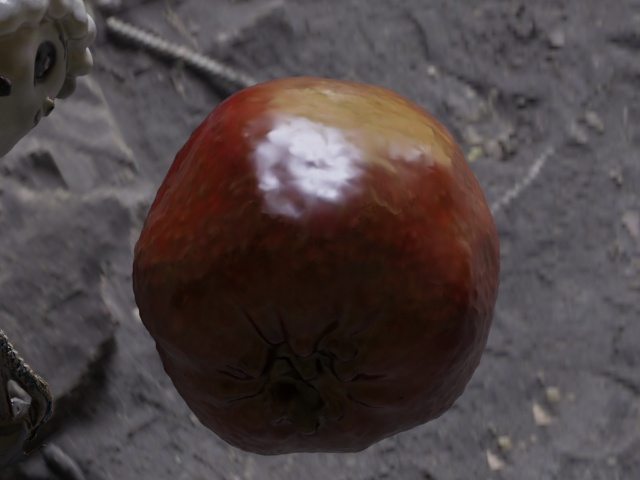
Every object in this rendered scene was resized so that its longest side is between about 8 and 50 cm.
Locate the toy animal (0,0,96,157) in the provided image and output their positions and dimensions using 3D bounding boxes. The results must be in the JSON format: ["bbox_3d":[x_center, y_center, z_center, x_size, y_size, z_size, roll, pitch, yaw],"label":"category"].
[{"bbox_3d":[-0.280,-0.172,1.506,0.156,0.208,0.204,-30,70,-38],"label":"toy animal"}]

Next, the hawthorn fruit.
[{"bbox_3d":[0.000,0.000,1.030,0.205,0.205,0.253,-4,35,6],"label":"hawthorn fruit"}]

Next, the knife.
[{"bbox_3d":[-0.243,0.028,1.221,0.089,0.365,0.043,-32,52,-24],"label":"knife"}]
